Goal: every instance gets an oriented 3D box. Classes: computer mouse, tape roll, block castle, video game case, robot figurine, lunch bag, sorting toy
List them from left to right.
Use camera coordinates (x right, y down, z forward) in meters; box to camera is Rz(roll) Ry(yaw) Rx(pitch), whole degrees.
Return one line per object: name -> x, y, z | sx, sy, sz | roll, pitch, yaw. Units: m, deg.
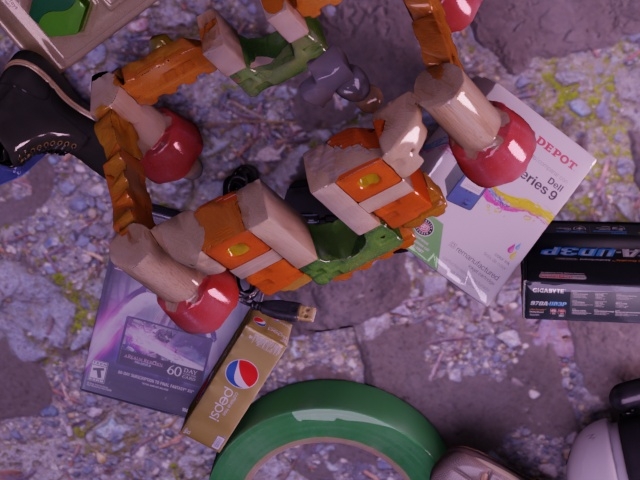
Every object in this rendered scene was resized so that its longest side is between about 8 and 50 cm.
lunch bag -> -0.369, -0.111, 1.941 | 0.067, 0.098, 0.065 | -19, 110, 33
sorting toy -> -0.263, -0.286, 1.880 | 0.229, 0.041, 0.307 | -34, 107, 19
video game case -> -0.179, 0.095, 2.059 | 0.196, 0.026, 0.274 | 15, 116, -1
block castle -> -0.013, -0.113, 1.790 | 0.453, 0.303, 0.213 | -27, 145, 17
computer mouse -> 0.008, 0.009, 1.948 | 0.262, 0.060, 0.184 | 4, 95, 5
tape roll -> 0.015, 0.334, 2.120 | 0.321, 0.077, 0.321 | 3, 115, 6
robot figurine -> 0.438, 0.280, 2.000 | 0.278, 0.209, 0.173 | -13, 149, 11

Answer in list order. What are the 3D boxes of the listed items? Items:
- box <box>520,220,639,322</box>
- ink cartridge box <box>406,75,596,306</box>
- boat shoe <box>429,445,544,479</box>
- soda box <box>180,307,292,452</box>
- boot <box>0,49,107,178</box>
box -> 0.339, 0.034, 1.891 | 0.220, 0.175, 0.051 | 2, 115, 6
ink cartridge box -> 0.184, -0.058, 1.876 | 0.154, 0.093, 0.212 | 37, 92, -14
boat shoe -> 0.264, 0.370, 2.076 | 0.132, 0.130, 0.355 | -42, 111, 15
soda box -> -0.104, 0.170, 2.038 | 0.058, 0.061, 0.181 | 29, 115, -8
boot -> -0.312, -0.105, 1.905 | 0.198, 0.137, 0.077 | 42, 137, -18
